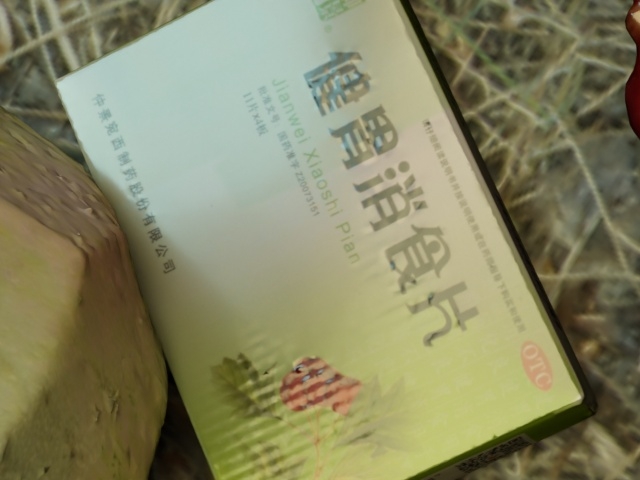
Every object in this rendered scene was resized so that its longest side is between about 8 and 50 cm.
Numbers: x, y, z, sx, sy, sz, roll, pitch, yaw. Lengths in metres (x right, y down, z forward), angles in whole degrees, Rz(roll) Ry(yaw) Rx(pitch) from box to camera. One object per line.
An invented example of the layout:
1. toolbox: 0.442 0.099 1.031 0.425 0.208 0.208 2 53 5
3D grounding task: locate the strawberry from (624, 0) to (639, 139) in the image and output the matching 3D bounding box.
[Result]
1. strawberry: 0.280 -0.042 0.799 0.265 0.149 0.336 -16 92 31

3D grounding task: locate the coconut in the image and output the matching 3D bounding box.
1. coconut: -0.262 0.052 0.850 0.352 0.352 0.353 -3 80 15

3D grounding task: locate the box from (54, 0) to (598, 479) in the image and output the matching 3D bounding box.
1. box: 0.000 0.001 0.910 0.175 0.062 0.261 -26 74 9
